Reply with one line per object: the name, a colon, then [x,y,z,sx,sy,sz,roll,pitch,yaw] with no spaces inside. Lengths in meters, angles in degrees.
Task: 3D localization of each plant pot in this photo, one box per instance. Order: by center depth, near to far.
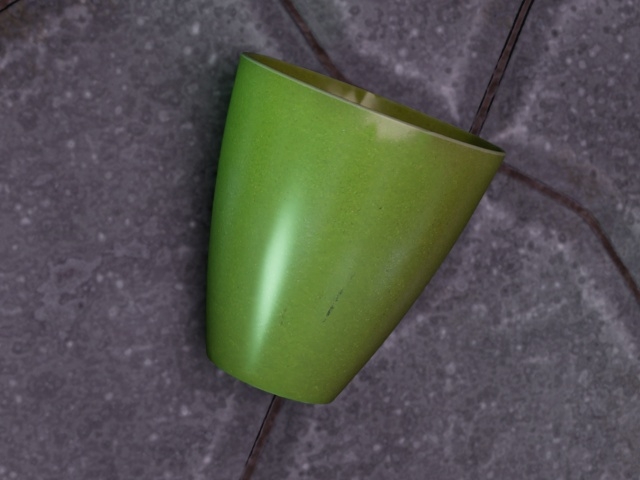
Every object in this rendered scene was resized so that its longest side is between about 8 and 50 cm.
plant pot: [0.000,0.000,1.743,0.275,0.275,0.293,18,98,-22]
